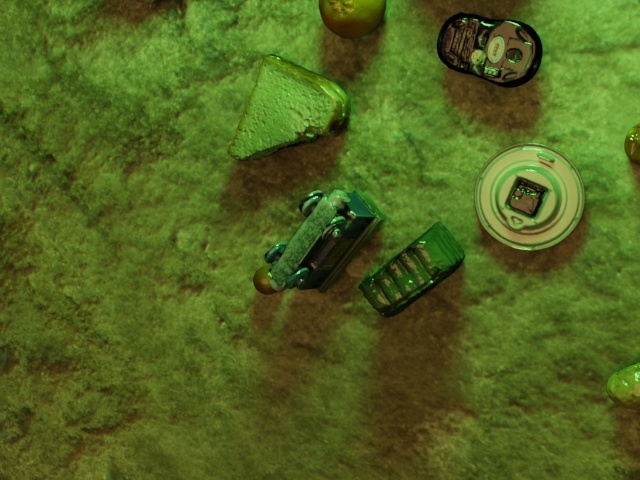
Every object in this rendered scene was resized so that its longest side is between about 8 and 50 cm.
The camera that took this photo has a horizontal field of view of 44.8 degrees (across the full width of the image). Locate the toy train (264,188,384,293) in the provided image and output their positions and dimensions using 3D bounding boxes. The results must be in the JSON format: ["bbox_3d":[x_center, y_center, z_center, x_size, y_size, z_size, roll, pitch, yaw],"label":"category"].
[{"bbox_3d":[0.000,0.000,1.882,0.131,0.202,0.300,51,117,25],"label":"toy train"}]

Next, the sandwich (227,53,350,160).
[{"bbox_3d":[-0.076,-0.285,1.905,0.254,0.099,0.289,32,112,15],"label":"sandwich"}]

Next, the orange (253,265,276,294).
[{"bbox_3d":[-0.134,0.104,2.034,0.084,0.085,0.085,5,103,23],"label":"orange"}]

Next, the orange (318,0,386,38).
[{"bbox_3d":[0.069,-0.540,1.765,0.158,0.136,0.159,6,103,26],"label":"orange"}]

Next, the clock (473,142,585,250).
[{"bbox_3d":[0.463,-0.097,1.731,0.244,0.056,0.245,6,104,23],"label":"clock"}]

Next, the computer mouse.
[{"bbox_3d":[0.369,-0.415,1.682,0.233,0.096,0.137,24,105,22],"label":"computer mouse"}]

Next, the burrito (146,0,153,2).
[{"bbox_3d":[-0.328,-0.731,1.920,0.445,0.101,0.139,-22,88,26],"label":"burrito"}]

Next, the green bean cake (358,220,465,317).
[{"bbox_3d":[0.211,0.071,1.785,0.222,0.227,0.125,-38,83,26],"label":"green bean cake"}]

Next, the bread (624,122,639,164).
[{"bbox_3d":[0.738,-0.164,1.575,0.245,0.094,0.102,30,106,16],"label":"bread"}]

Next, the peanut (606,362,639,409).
[{"bbox_3d":[0.739,0.320,1.678,0.229,0.098,0.103,0,128,21],"label":"peanut"}]
